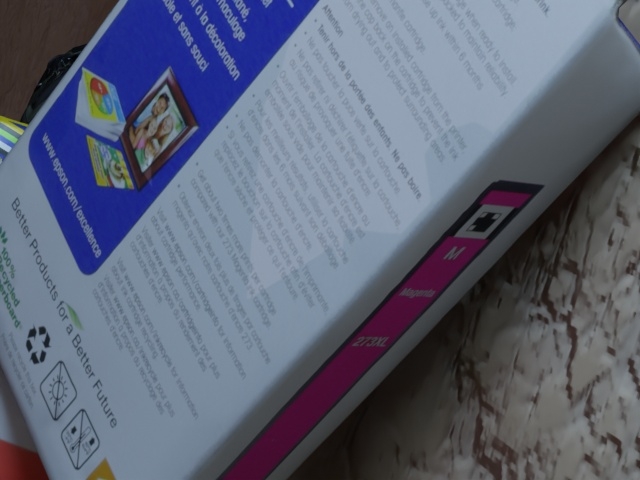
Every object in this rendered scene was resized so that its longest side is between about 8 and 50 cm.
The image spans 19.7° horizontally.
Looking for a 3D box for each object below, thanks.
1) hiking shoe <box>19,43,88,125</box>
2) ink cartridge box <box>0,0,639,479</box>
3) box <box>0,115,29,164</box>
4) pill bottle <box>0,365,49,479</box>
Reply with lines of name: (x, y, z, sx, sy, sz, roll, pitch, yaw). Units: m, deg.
hiking shoe: (-0.159, -0.090, 1.210, 0.227, 0.086, 0.114, 142, 137, -59)
ink cartridge box: (-0.003, -0.051, 0.669, 0.371, 0.069, 0.175, -50, 54, 33)
box: (-0.125, -0.018, 0.939, 0.059, 0.169, 0.054, 158, 126, -66)
pill bottle: (-0.176, 0.197, 0.863, 0.323, 0.181, 0.181, -68, 20, 4)
